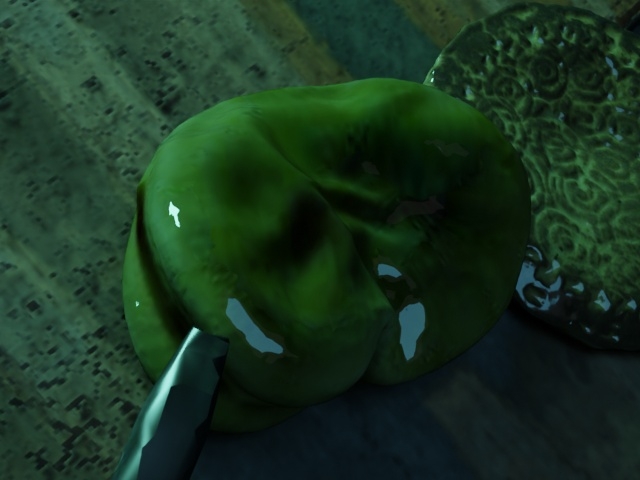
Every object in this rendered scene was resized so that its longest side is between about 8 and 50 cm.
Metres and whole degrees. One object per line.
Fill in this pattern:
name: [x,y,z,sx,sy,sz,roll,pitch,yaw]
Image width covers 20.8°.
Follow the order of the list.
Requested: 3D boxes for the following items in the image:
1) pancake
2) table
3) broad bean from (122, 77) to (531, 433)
pancake: [0.132,-0.034,0.849,0.199,0.021,0.199,14,59,-24]
table: [-0.130,0.192,0.467,0.317,0.317,0.249,26,42,-17]
broad bean: [0.002,-0.001,0.732,0.153,0.072,0.207,49,45,2]
